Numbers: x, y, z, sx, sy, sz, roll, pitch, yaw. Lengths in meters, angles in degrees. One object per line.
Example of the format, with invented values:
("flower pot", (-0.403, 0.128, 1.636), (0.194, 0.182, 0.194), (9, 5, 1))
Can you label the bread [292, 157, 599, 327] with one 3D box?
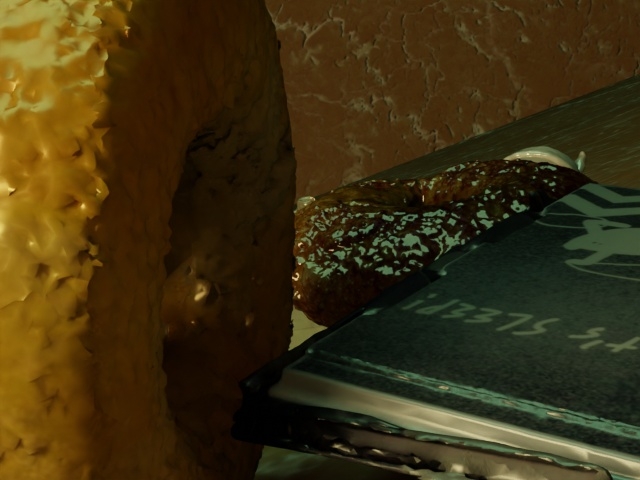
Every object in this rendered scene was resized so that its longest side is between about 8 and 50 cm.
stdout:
("bread", (0.066, -0.003, 0.670), (0.193, 0.064, 0.193), (-7, 20, 3))

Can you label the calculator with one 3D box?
("calculator", (0.107, 0.025, 0.462), (0.165, 0.028, 0.274), (8, 21, 35))

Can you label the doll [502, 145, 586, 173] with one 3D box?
("doll", (0.146, -0.021, 0.837), (0.127, 0.073, 0.084), (-28, 41, -30))

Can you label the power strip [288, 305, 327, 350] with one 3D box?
("power strip", (-0.014, 0.044, 0.803), (0.093, 0.053, 0.288), (-25, 6, -36))

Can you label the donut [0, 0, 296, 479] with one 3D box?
("donut", (-0.083, 0.007, 0.424), (0.118, 0.254, 0.253), (3, 11, 15))

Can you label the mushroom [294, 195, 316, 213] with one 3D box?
("mushroom", (0.000, 0.000, 1.058), (0.085, 0.079, 0.085), (-23, 4, 2))
